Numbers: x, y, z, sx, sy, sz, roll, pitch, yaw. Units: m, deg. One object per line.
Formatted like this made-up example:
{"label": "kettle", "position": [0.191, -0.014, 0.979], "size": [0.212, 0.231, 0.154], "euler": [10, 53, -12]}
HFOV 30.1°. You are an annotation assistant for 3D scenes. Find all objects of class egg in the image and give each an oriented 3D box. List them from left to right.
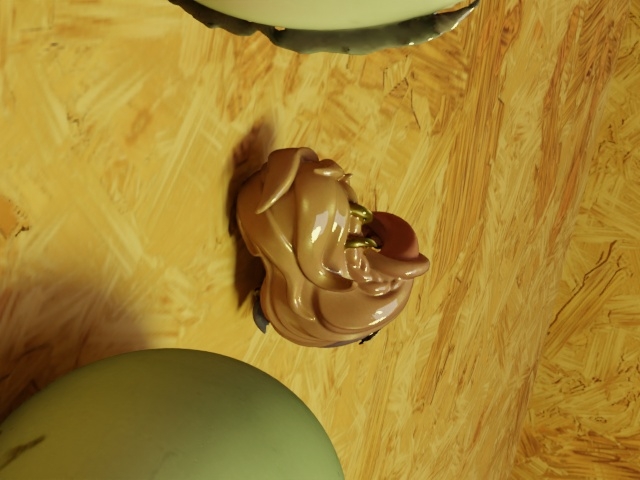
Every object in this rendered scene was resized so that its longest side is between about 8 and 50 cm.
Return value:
{"label": "egg", "position": [-0.075, 0.143, 0.586], "size": [0.264, 0.183, 0.183], "euler": [-19, 124, -74]}

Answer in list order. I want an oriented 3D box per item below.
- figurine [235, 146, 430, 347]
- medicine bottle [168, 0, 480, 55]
{"label": "figurine", "position": [0.004, 0.009, 0.788], "size": [0.157, 0.126, 0.114], "euler": [66, 2, -63]}
{"label": "medicine bottle", "position": [-0.011, -0.261, 0.376], "size": [0.213, 0.213, 0.378], "euler": [-62, 157, -27]}
